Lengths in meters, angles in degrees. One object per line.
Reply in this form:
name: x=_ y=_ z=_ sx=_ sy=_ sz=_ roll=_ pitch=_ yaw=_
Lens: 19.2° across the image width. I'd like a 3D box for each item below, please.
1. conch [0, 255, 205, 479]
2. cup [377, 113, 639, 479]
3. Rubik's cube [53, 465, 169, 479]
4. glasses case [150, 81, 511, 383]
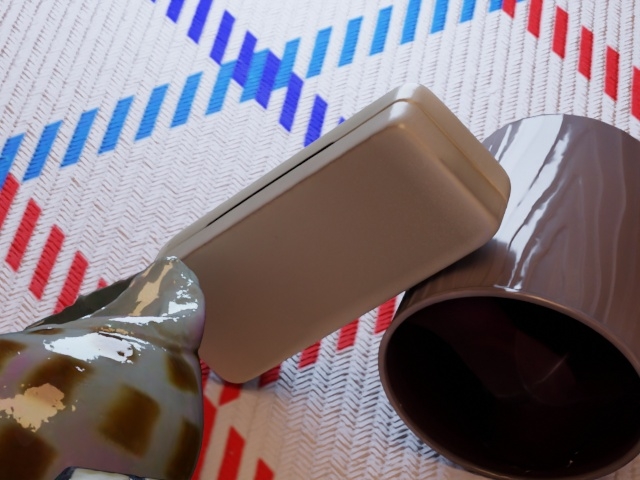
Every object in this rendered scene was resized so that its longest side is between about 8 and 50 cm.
conch: x=-0.222 y=0.157 z=1.419 sx=0.368 sy=0.197 sz=0.249 roll=-21 pitch=15 yaw=-29
cup: x=0.217 y=0.047 z=1.585 sx=0.288 sy=0.208 sz=0.273 roll=0 pitch=37 yaw=19
Rubik's cube: x=-0.120 y=0.300 z=1.186 sx=0.319 sy=0.264 sz=0.319 roll=-4 pitch=71 yaw=11
glasses case: x=0.000 y=0.000 z=1.538 sx=0.131 sy=0.313 sz=0.070 roll=45 pitch=36 yaw=-17
